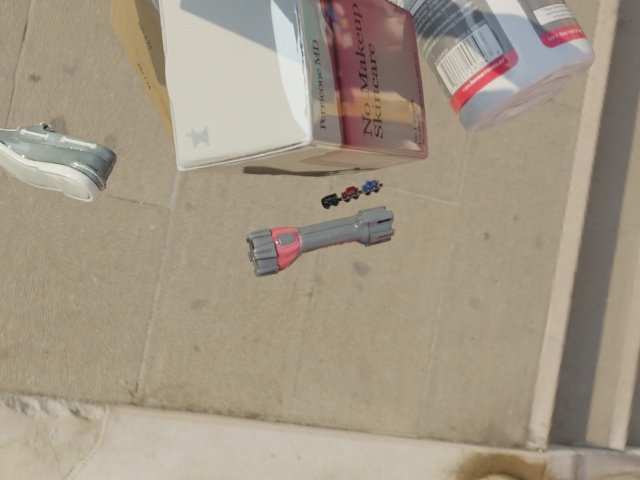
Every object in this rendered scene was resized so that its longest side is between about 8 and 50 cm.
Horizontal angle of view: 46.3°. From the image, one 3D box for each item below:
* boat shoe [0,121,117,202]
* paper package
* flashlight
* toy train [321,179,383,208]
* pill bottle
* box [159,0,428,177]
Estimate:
[{"bbox_3d":[-0.507,-0.160,1.381,0.099,0.319,0.116,-58,150,-22],"label":"boat shoe"},{"bbox_3d":[-0.272,-0.399,1.494,0.168,0.309,0.324,-27,86,-23],"label":"paper package"},{"bbox_3d":[0.000,0.000,1.582,0.304,0.103,0.103,-12,114,-15],"label":"flashlight"},{"bbox_3d":[0.075,-0.115,1.819,0.158,0.027,0.036,-18,137,14],"label":"toy train"},{"bbox_3d":[0.183,-0.309,0.926,0.176,0.176,0.318,-24,81,-19],"label":"pill bottle"},{"bbox_3d":[-0.011,-0.137,0.648,0.232,0.127,0.148,-7,90,-61],"label":"box"}]
